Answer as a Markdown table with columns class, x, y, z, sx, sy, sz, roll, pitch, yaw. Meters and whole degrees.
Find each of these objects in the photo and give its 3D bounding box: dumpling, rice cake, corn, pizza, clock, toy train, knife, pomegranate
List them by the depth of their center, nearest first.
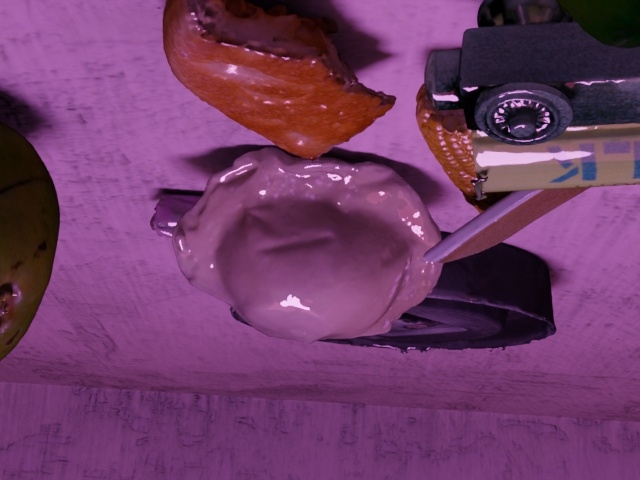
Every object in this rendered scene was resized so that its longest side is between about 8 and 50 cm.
| class | x | y | z | sx | sy | sz | roll | pitch | yaw |
| --- | --- | --- | --- | --- | --- | --- | --- | --- | --- |
| toy train | 0.195 | -0.082 | 0.788 | 0.253 | 0.105 | 0.157 | -2 | 148 | 12 |
| pizza | -0.032 | -0.115 | 0.875 | 0.134 | 0.056 | 0.271 | -1 | 164 | 26 |
| knife | 0.196 | -0.061 | 0.901 | 0.061 | 0.027 | 0.343 | -2 | 156 | -44 |
| corn | 0.128 | -0.068 | 0.972 | 0.080 | 0.080 | 0.238 | -2 | 166 | 22 |
| pomegranate | -0.343 | -0.004 | 1.050 | 0.270 | 0.254 | 0.254 | 34 | -174 | 35 |
| dumpling | 0.000 | 0.000 | 1.174 | 0.258 | 0.147 | 0.193 | 21 | 119 | -22 |
| rice cake | -0.038 | -0.017 | 1.282 | 0.270 | 0.049 | 0.055 | 4 | -172 | 2 |
| clock | 0.086 | 0.066 | 1.530 | 0.386 | 0.076 | 0.386 | 4 | 166 | 1 |

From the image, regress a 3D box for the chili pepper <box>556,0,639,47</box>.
| class | x | y | z | sx | sy | sz | roll | pitch | yaw |
| --- | --- | --- | --- | --- | --- | --- | --- | --- | --- |
| chili pepper | 0.203 | -0.160 | 0.404 | 0.213 | 0.167 | 0.385 | 9 | 166 | -12 |
